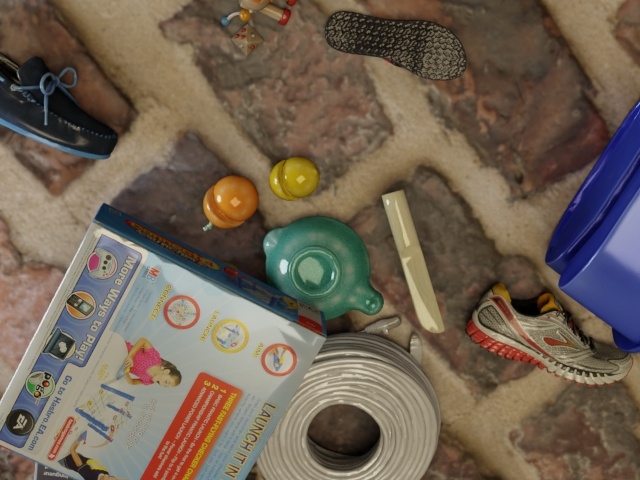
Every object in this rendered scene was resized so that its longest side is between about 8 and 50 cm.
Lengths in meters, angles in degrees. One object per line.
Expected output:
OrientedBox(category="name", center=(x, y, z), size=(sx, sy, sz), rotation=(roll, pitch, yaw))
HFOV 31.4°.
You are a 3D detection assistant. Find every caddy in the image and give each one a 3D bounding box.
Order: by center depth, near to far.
OrientedBox(category="caddy", center=(0.425, -0.028, 1.373), size=(0.179, 0.241, 0.341), rotation=(30, 104, -4))

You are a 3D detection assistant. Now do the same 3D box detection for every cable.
OrientedBox(category="cable", center=(0.034, 0.250, 1.518), size=(0.257, 0.089, 0.257), rotation=(-15, 107, 2))

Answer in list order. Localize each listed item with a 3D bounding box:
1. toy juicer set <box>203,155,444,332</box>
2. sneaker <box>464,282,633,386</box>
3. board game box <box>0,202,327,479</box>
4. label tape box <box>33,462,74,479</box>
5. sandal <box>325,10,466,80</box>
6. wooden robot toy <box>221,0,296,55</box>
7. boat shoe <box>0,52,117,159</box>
OrientedBox(category="toy juicer set", center=(0.000, 0.000, 1.448), size=(0.329, 0.089, 0.209), rotation=(4, 94, 5))
OrientedBox(category="sneaker", center=(0.309, 0.124, 1.492), size=(0.225, 0.088, 0.092), rotation=(19, 104, -8))
OrientedBox(category="board game box", center=(-0.196, 0.160, 1.365), size=(0.302, 0.086, 0.308), rotation=(28, 104, -10))
OrientedBox(category="label tape box", center=(-0.239, 0.256, 1.499), size=(0.249, 0.115, 0.347), rotation=(7, 110, -4))
OrientedBox(category="sandal", center=(0.095, -0.244, 1.399), size=(0.179, 0.040, 0.067), rotation=(16, 101, 8))
OrientedBox(category="wooden robot toy", center=(-0.063, -0.296, 1.350), size=(0.076, 0.079, 0.173), rotation=(21, 106, -8))
OrientedBox(category="boat shoe", center=(-0.358, -0.182, 1.361), size=(0.258, 0.109, 0.089), rotation=(26, 101, -12))
